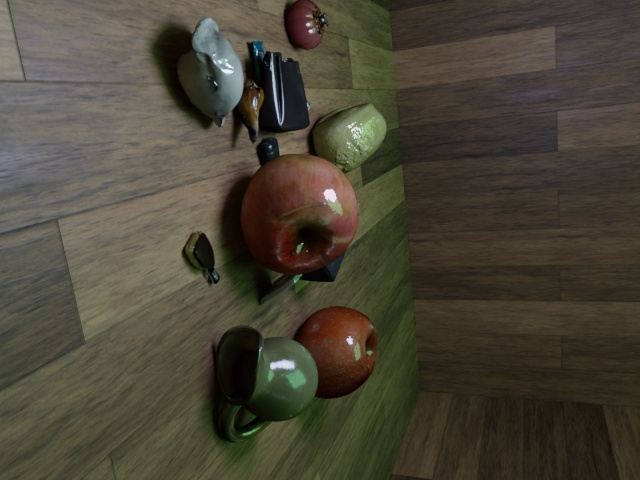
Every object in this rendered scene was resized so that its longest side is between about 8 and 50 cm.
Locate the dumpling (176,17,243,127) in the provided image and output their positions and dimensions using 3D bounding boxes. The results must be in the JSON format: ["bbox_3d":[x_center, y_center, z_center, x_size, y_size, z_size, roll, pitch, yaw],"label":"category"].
[{"bbox_3d":[-0.290,-0.442,1.408,0.175,0.243,0.227,10,54,-29],"label":"dumpling"}]

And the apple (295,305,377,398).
[{"bbox_3d":[0.060,0.417,2.023,0.348,0.276,0.349,-2,90,-69],"label":"apple"}]

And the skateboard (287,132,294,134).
[{"bbox_3d":[-0.095,-0.429,1.997,0.063,0.032,0.084,8,94,-64],"label":"skateboard"}]

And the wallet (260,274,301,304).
[{"bbox_3d":[-0.119,0.136,1.749,0.032,0.182,0.124,49,37,-10],"label":"wallet"}]

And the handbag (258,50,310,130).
[{"bbox_3d":[-0.128,-0.490,1.807,0.285,0.113,0.257,-30,121,-68],"label":"handbag"}]

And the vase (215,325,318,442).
[{"bbox_3d":[-0.179,0.427,1.543,0.302,0.240,0.330,30,86,-52],"label":"vase"}]

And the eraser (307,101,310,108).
[{"bbox_3d":[-0.089,-0.523,1.995,0.122,0.029,0.052,46,47,-31],"label":"eraser"}]

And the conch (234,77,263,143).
[{"bbox_3d":[-0.219,-0.400,1.636,0.080,0.086,0.233,17,70,-25],"label":"conch"}]

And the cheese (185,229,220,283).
[{"bbox_3d":[-0.305,0.054,1.443,0.086,0.036,0.163,-75,153,-43],"label":"cheese"}]

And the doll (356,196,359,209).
[{"bbox_3d":[0.108,-0.140,2.388,0.290,0.129,0.161,-82,167,-62],"label":"doll"}]

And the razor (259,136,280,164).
[{"bbox_3d":[-0.160,-0.266,1.813,0.090,0.054,0.148,-61,144,-53],"label":"razor"}]

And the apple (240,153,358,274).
[{"bbox_3d":[-0.070,-0.090,1.641,0.364,0.363,0.365,-2,90,-69],"label":"apple"}]

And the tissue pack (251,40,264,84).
[{"bbox_3d":[-0.200,-0.580,1.770,0.085,0.027,0.138,-51,140,-66],"label":"tissue pack"}]

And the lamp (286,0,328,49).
[{"bbox_3d":[-0.047,-0.813,2.031,0.182,0.139,0.182,13,76,-63],"label":"lamp"}]

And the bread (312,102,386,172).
[{"bbox_3d":[0.120,-0.416,2.209,0.237,0.320,0.321,55,34,-23],"label":"bread"}]

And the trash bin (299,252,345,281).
[{"bbox_3d":[0.000,0.000,2.008,0.182,0.209,0.291,64,37,-50],"label":"trash bin"}]
